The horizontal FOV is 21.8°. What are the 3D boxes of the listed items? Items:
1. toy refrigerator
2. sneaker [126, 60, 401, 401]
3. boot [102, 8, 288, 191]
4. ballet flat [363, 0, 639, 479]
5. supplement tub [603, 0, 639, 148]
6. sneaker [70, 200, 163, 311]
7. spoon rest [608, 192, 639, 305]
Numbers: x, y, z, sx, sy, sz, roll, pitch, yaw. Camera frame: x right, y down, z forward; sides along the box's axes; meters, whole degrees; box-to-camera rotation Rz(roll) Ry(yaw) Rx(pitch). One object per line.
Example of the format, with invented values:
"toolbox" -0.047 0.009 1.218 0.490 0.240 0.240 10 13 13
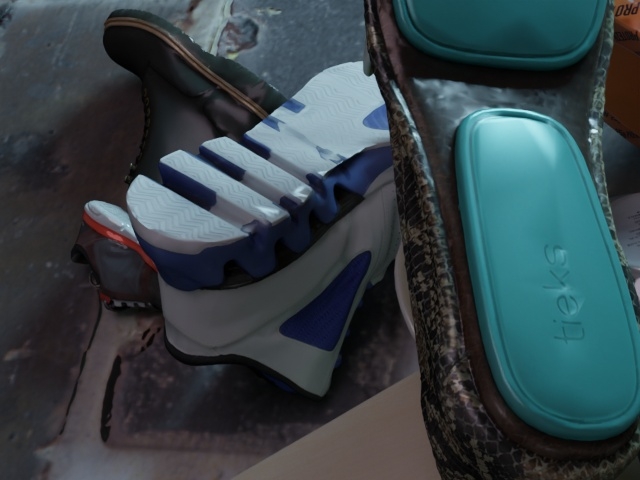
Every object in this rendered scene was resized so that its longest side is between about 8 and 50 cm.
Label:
"toy refrigerator" 0.056 0.161 1.034 0.269 0.094 0.102 -30 47 -1
"sneaker" -0.001 0.001 1.150 0.315 0.182 0.127 -26 46 -34
"boot" -0.132 -0.094 1.305 0.198 0.077 0.137 30 78 37
"ballet flat" 0.092 -0.067 0.994 0.164 0.182 0.483 6 65 -18
"supplement tub" 0.309 -0.208 1.115 0.316 0.193 0.193 -46 52 -13
"sneaker" -0.130 0.032 1.236 0.158 0.061 0.065 38 104 38
"spoon rest" 0.268 0.007 1.032 0.276 0.084 0.137 -15 42 -1
